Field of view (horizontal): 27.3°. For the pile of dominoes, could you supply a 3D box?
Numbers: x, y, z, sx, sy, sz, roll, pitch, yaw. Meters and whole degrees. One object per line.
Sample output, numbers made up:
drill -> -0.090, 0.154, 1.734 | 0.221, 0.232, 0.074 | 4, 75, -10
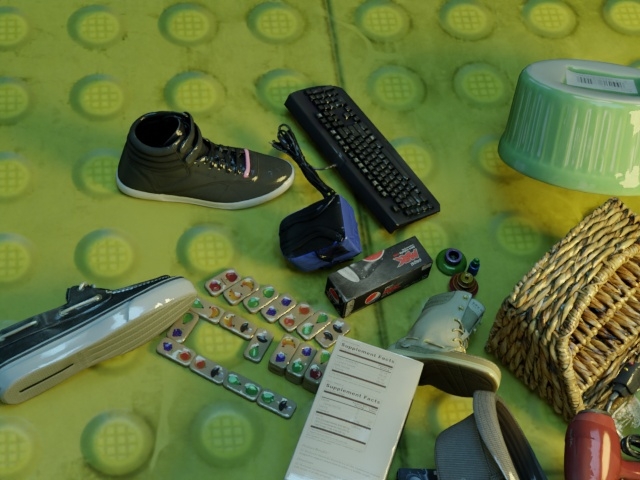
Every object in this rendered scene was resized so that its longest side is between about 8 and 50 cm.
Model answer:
pile of dominoes -> -0.097, 0.144, 2.025 | 0.251, 0.040, 0.196 | 26, 58, 9

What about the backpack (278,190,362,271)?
backpack -> 0.000, 0.000, 2.097 | 0.120, 0.101, 0.098 | -20, 52, 18

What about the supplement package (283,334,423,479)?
supplement package -> 0.044, 0.284, 1.892 | 0.134, 0.139, 0.244 | 18, 57, 6

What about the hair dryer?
hair dryer -> 0.452, 0.330, 1.912 | 0.293, 0.080, 0.223 | -38, 87, -28

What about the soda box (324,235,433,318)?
soda box -> 0.093, 0.057, 2.097 | 0.169, 0.053, 0.060 | -24, 63, -22

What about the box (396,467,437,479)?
box -> 0.155, 0.367, 1.925 | 0.083, 0.018, 0.067 | 3, 57, -5

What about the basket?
basket -> 0.436, 0.105, 2.014 | 0.223, 0.213, 0.299 | 42, 62, 19

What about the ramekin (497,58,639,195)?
ramekin -> 0.452, -0.194, 2.163 | 0.303, 0.148, 0.303 | 5, 22, -2

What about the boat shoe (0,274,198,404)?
boat shoe -> -0.349, 0.117, 1.960 | 0.335, 0.121, 0.119 | -25, 68, -19

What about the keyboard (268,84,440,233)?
keyboard -> 0.044, -0.138, 2.210 | 0.201, 0.033, 0.317 | -23, 62, -33

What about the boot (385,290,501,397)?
boot -> 0.210, 0.152, 1.993 | 0.213, 0.077, 0.165 | 5, 42, 44

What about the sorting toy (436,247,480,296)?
sorting toy -> 0.229, 0.045, 2.128 | 0.061, 0.042, 0.102 | -13, 60, -15

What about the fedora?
fedora -> 0.246, 0.354, 1.857 | 0.124, 0.244, 0.275 | -27, 93, 13

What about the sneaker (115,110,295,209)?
sneaker -> -0.182, -0.134, 2.130 | 0.295, 0.147, 0.104 | 1, 55, -8
